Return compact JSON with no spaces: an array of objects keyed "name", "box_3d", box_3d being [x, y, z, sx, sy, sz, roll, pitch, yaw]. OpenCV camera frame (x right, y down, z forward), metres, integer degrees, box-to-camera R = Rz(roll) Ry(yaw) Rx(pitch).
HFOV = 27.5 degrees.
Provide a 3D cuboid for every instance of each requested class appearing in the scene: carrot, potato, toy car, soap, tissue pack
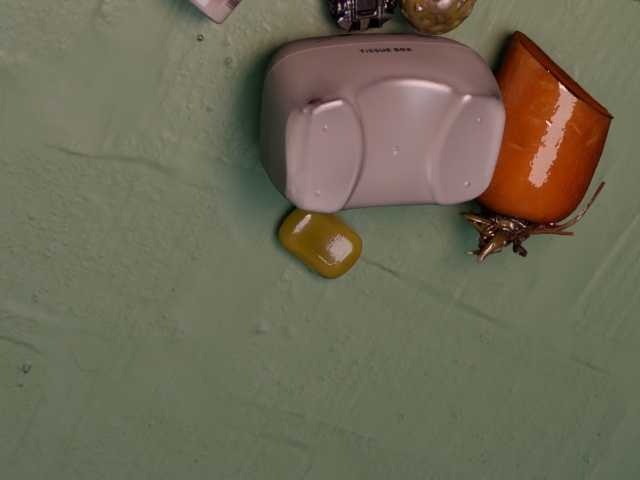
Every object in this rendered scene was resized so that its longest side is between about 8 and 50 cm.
[{"name":"carrot","box_3d":[0.323,-0.123,1.980,0.214,0.193,0.331,23,105,1]},{"name":"potato","box_3d":[0.190,-0.409,1.853,0.149,0.113,0.251,27,84,-61]},{"name":"toy car","box_3d":[0.053,-0.403,1.850,0.103,0.063,0.216,-11,115,-19]},{"name":"soap","box_3d":[0.000,0.000,2.017,0.140,0.045,0.089,38,95,-26]},{"name":"tissue pack","box_3d":[0.077,-0.178,1.868,0.333,0.236,0.229,-4,125,-15]}]

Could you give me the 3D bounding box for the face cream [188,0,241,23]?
[{"name":"face cream","box_3d":[-0.094,-0.419,1.779,0.101,0.101,0.252,38,97,-27]}]
